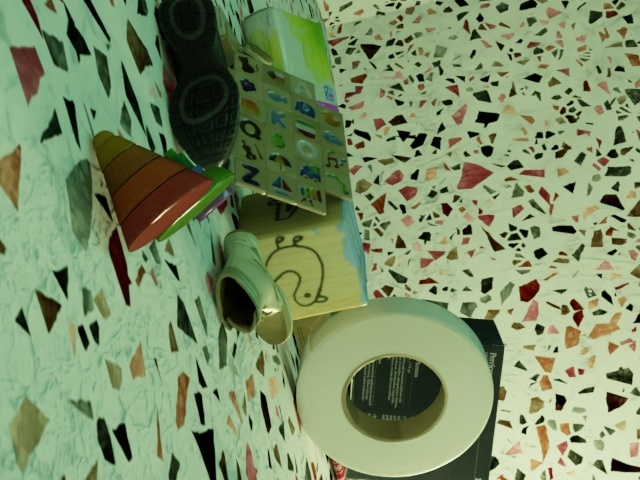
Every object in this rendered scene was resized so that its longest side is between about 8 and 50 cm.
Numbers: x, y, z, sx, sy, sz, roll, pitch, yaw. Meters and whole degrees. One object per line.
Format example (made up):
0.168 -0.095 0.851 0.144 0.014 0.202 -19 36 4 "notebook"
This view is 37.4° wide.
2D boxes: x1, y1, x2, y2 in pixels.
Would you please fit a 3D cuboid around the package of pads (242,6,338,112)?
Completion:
-0.065 -0.381 2.208 0.229 0.101 0.296 1 75 -58 "package of pads"

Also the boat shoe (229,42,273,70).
-0.149 -0.346 1.897 0.080 0.073 0.223 39 -3 -12 "boat shoe"

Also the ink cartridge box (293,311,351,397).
0.005 0.219 2.078 0.193 0.088 0.235 -82 159 -71 "ink cartridge box"

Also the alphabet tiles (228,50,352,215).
-0.075 -0.195 1.668 0.011 0.285 0.342 -50 -148 39 "alphabet tiles"

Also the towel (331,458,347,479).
0.041 0.469 2.186 0.199 0.031 0.275 -71 147 -72 "towel"

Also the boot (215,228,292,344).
-0.106 0.107 1.489 0.165 0.077 0.213 -87 159 -64 "boot"

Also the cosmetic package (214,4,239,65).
-0.187 -0.382 1.770 0.115 0.041 0.060 59 20 -67 "cosmetic package"

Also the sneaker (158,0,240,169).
-0.173 -0.236 1.441 0.130 0.109 0.286 75 7 -73 "sneaker"

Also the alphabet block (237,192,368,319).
-0.030 0.015 1.732 0.193 0.197 0.192 -88 163 -62 "alphabet block"

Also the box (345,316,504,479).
0.223 0.349 2.084 0.179 0.312 0.343 -76 171 -76 "box"

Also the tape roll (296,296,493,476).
0.144 0.293 1.867 0.072 0.392 0.392 -89 165 -65 "tape roll"

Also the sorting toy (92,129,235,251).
-0.194 -0.081 1.158 0.126 0.127 0.365 48 6 -1 "sorting toy"
